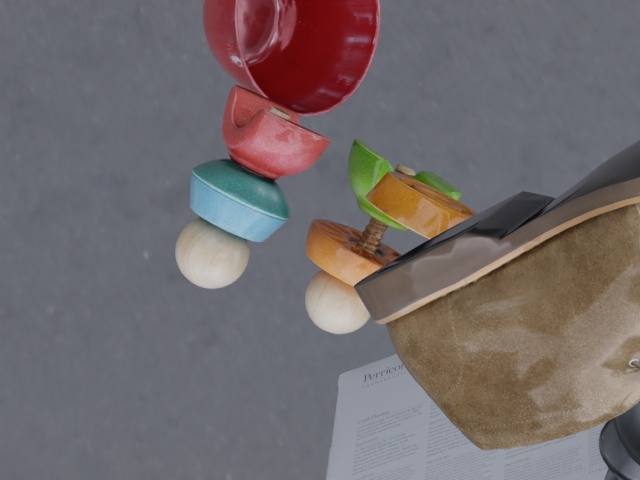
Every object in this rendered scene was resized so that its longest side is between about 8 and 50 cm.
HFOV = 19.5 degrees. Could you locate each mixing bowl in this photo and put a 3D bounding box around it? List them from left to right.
[{"bbox_3d":[-0.042,-0.207,1.721,0.181,0.098,0.181,-7,101,-44],"label":"mixing bowl"}]

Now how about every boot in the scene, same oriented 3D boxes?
[{"bbox_3d":[0.159,0.011,0.889,0.305,0.112,0.115,-28,90,41],"label":"boot"}]

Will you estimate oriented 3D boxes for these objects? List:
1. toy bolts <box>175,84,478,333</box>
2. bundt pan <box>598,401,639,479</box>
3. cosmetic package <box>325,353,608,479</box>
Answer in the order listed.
[{"bbox_3d":[0.000,0.000,1.502,0.229,0.218,0.158,24,99,-22],"label":"toy bolts"},{"bbox_3d":[0.302,0.192,1.278,0.124,0.331,0.330,-12,125,-22],"label":"bundt pan"},{"bbox_3d":[0.187,0.187,1.714,0.377,0.284,0.097,-21,125,22],"label":"cosmetic package"}]
